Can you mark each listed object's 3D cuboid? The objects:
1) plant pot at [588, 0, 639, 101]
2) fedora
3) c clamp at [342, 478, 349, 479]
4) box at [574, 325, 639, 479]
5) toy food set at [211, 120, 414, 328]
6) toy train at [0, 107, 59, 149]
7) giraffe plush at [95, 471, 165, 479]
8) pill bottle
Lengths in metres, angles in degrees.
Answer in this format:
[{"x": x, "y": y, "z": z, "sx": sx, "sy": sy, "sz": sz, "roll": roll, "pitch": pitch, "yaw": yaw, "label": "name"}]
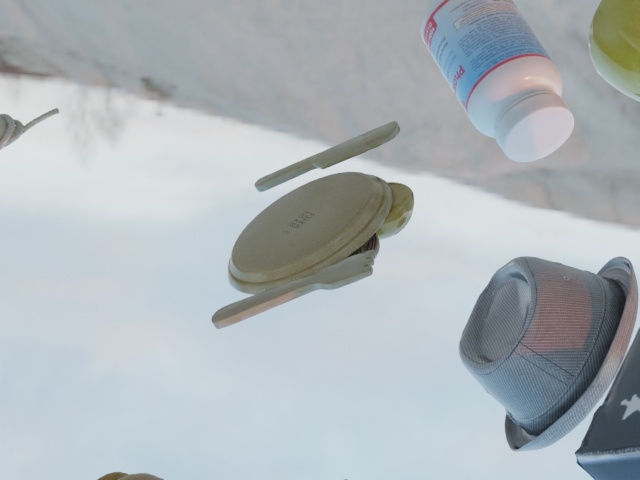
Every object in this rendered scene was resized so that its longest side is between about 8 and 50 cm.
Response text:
[{"x": 0.310, "y": -0.163, "z": 1.298, "sx": 0.134, "sy": 0.134, "sz": 0.095, "roll": 2, "pitch": -146, "yaw": -21, "label": "plant pot"}, {"x": 0.235, "y": 0.100, "z": 1.672, "sx": 0.124, "sy": 0.244, "sz": 0.275, "roll": 31, "pitch": -160, "yaw": -9, "label": "fedora"}, {"x": -0.017, "y": 0.238, "z": 1.124, "sx": 0.137, "sy": 0.161, "sz": 0.022, "roll": -4, "pitch": -143, "yaw": 27, "label": "c clamp"}, {"x": 0.376, "y": 0.122, "z": 0.831, "sx": 0.212, "sy": 0.395, "sz": 0.293, "roll": -18, "pitch": -148, "yaw": 50, "label": "box"}, {"x": 0.000, "y": 0.000, "z": 0.999, "sx": 0.132, "sy": 0.039, "sz": 0.192, "roll": -21, "pitch": -154, "yaw": 21, "label": "toy food set"}, {"x": -0.344, "y": -0.091, "z": 1.167, "sx": 0.248, "sy": 0.143, "sz": 0.105, "roll": -34, "pitch": -171, "yaw": -9, "label": "toy train"}, {"x": -0.164, "y": 0.249, "z": 1.163, "sx": 0.170, "sy": 0.181, "sz": 0.210, "roll": -28, "pitch": 179, "yaw": -39, "label": "giraffe plush"}, {"x": 0.156, "y": -0.147, "z": 1.324, "sx": 0.087, "sy": 0.087, "sz": 0.160, "roll": 0, "pitch": -133, "yaw": -31, "label": "pill bottle"}]
